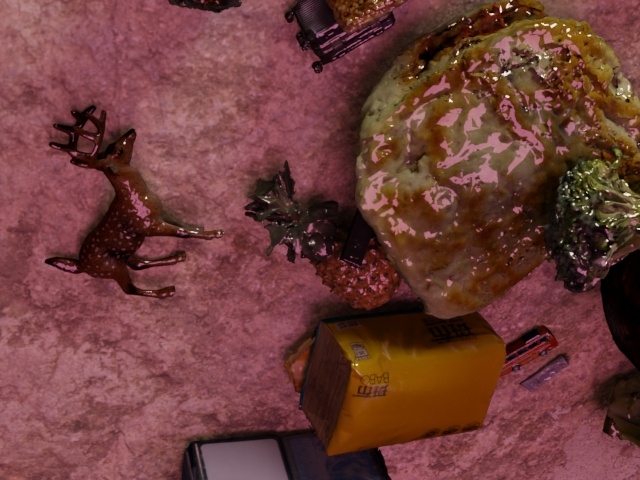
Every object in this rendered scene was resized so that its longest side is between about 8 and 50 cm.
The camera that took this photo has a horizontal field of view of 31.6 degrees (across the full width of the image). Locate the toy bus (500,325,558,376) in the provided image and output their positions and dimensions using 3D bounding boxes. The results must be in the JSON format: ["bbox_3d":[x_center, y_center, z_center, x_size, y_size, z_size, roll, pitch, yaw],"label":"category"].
[{"bbox_3d":[0.329,0.179,1.835,0.110,0.031,0.043,-31,119,7],"label":"toy bus"}]

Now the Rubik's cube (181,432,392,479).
[{"bbox_3d":[-0.050,0.517,1.781,0.318,0.316,0.313,-1,124,-14],"label":"Rubik's cube"}]

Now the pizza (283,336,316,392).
[{"bbox_3d":[0.003,0.174,1.735,0.099,0.036,0.160,29,111,-39],"label":"pizza"}]

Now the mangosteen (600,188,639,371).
[{"bbox_3d":[0.584,0.031,1.631,0.381,0.421,0.381,-10,165,-3],"label":"mangosteen"}]

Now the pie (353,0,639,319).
[{"bbox_3d":[0.229,-0.100,1.513,0.418,0.180,0.395,-44,122,6],"label":"pie"}]

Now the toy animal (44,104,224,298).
[{"bbox_3d":[-0.263,-0.033,1.492,0.260,0.087,0.243,22,113,-31],"label":"toy animal"}]

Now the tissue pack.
[{"bbox_3d":[0.124,0.210,1.705,0.271,0.134,0.192,-5,129,-25],"label":"tissue pack"}]

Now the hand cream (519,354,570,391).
[{"bbox_3d":[0.378,0.222,1.886,0.093,0.019,0.030,-41,123,15],"label":"hand cream"}]

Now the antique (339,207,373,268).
[{"bbox_3d":[0.070,-0.056,1.547,0.031,0.015,0.192,22,80,-20],"label":"antique"}]

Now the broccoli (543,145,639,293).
[{"bbox_3d":[0.435,-0.025,1.420,0.304,0.145,0.165,-9,134,0],"label":"broccoli"}]

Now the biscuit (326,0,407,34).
[{"bbox_3d":[0.103,-0.346,1.360,0.231,0.131,0.025,-31,145,4],"label":"biscuit"}]

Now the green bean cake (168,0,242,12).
[{"bbox_3d":[-0.118,-0.326,1.264,0.107,0.208,0.193,15,116,-21],"label":"green bean cake"}]

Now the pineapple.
[{"bbox_3d":[0.000,0.000,1.573,0.251,0.125,0.125,37,107,-27],"label":"pineapple"}]

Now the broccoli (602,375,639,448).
[{"bbox_3d":[0.623,0.311,1.882,0.283,0.321,0.304,10,141,22],"label":"broccoli"}]

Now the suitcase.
[{"bbox_3d":[0.026,-0.278,1.410,0.126,0.086,0.059,-29,141,5],"label":"suitcase"}]
